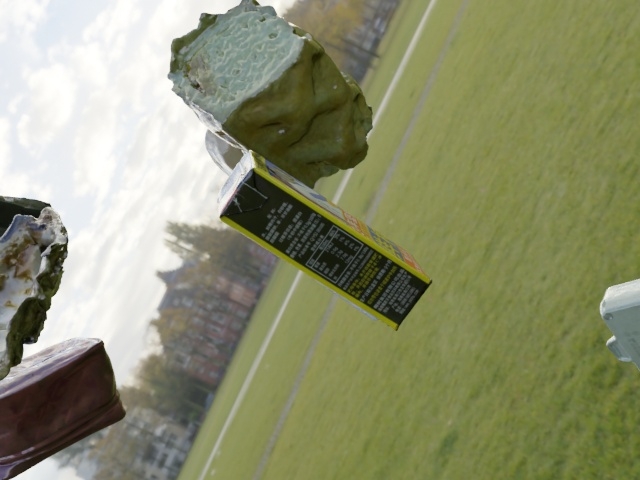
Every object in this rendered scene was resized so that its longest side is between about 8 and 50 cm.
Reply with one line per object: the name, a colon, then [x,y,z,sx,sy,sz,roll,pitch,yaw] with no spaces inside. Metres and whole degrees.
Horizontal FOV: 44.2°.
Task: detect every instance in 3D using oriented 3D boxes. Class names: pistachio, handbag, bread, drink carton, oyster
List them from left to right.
oyster: [-0.211,0.035,0.535,0.148,0.103,0.051,-64,-32,-32]
handbag: [-0.398,0.235,1.124,0.225,0.135,0.146,-27,19,-39]
pistachio: [-0.127,-0.170,1.523,0.152,0.223,0.126,-25,45,32]
bread: [-0.063,-0.209,1.166,0.196,0.238,0.252,-54,-34,-5]
drink carton: [0.000,0.000,0.611,0.056,0.165,0.071,-56,15,8]

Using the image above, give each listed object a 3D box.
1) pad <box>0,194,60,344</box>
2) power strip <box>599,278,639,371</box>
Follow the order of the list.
pad: [-0.420,0.025,0.890,0.022,0.233,0.174,-1,81,52]
power strip: [0.406,0.069,0.760,0.270,0.118,0.046,-24,19,45]
